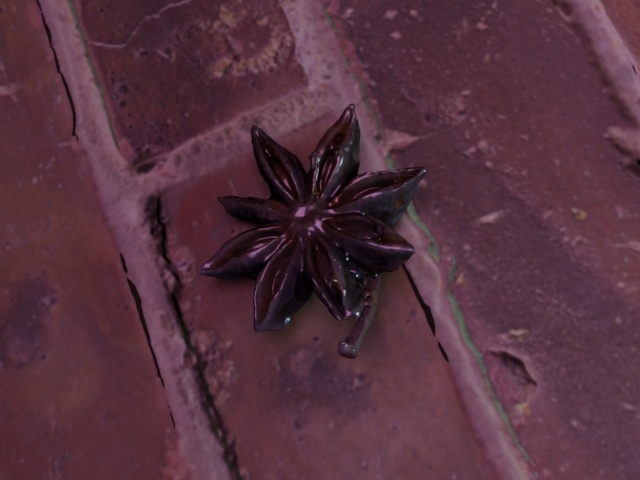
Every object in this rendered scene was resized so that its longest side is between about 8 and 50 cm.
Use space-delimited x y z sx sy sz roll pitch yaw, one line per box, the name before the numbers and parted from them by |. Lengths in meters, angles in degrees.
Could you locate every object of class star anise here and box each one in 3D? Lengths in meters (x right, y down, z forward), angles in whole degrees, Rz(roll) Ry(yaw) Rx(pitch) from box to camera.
star anise | -0.001 0.000 0.962 0.230 0.081 0.262 -24 60 1
